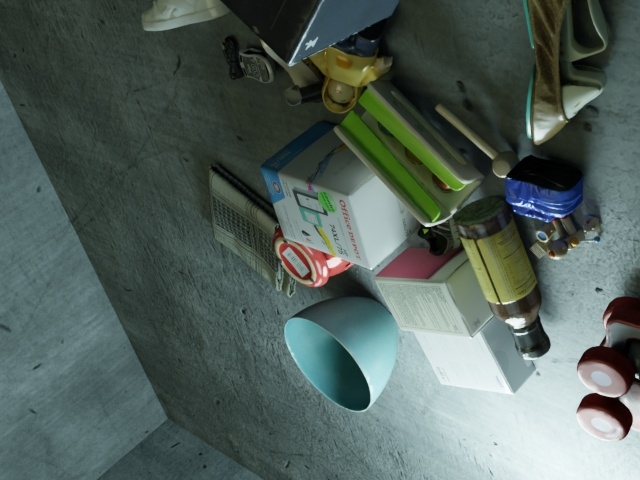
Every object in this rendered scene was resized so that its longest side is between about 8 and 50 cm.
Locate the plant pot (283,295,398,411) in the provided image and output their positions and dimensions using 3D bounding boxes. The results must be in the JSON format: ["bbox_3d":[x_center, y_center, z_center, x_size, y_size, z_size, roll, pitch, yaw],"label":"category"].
[{"bbox_3d":[0.080,0.251,2.460,0.290,0.195,0.290,35,147,27],"label":"plant pot"}]

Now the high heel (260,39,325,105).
[{"bbox_3d":[-0.044,-0.401,1.986,0.093,0.186,0.261,-6,100,23],"label":"high heel"}]

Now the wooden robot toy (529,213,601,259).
[{"bbox_3d":[0.428,0.000,1.802,0.076,0.079,0.173,55,150,-8],"label":"wooden robot toy"}]

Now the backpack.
[{"bbox_3d":[0.398,-0.087,1.730,0.120,0.098,0.101,14,134,34],"label":"backpack"}]

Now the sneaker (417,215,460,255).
[{"bbox_3d":[0.230,-0.039,2.038,0.063,0.075,0.170,9,131,51],"label":"sneaker"}]

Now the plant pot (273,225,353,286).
[{"bbox_3d":[0.000,0.000,2.311,0.191,0.174,0.191,32,145,27],"label":"plant pot"}]

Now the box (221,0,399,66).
[{"bbox_3d":[-0.036,-0.609,1.438,0.472,0.297,0.480,46,137,11],"label":"box"}]

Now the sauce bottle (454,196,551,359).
[{"bbox_3d":[0.367,0.081,1.949,0.111,0.111,0.344,9,131,50],"label":"sauce bottle"}]

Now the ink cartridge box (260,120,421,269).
[{"bbox_3d":[0.052,-0.101,2.091,0.270,0.197,0.198,19,139,43],"label":"ink cartridge box"}]

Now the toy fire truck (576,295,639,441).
[{"bbox_3d":[0.606,0.251,1.768,0.254,0.169,0.302,16,138,29],"label":"toy fire truck"}]

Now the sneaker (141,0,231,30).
[{"bbox_3d":[-0.317,-0.563,2.187,0.292,0.108,0.169,-1,122,43],"label":"sneaker"}]

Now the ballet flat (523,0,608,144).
[{"bbox_3d":[0.380,-0.289,1.533,0.124,0.116,0.342,9,130,24],"label":"ballet flat"}]

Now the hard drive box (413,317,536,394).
[{"bbox_3d":[0.333,0.235,2.196,0.232,0.089,0.181,0,124,55],"label":"hard drive box"}]

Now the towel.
[{"bbox_3d":[-0.187,-0.016,2.674,0.324,0.056,0.312,37,148,22],"label":"towel"}]

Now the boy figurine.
[{"bbox_3d":[0.045,-0.346,1.893,0.177,0.092,0.285,16,155,-2],"label":"boy figurine"}]

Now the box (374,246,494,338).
[{"bbox_3d":[0.253,0.107,2.122,0.232,0.127,0.149,1,124,54],"label":"box"}]

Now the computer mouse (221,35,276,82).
[{"bbox_3d":[-0.150,-0.393,2.203,0.193,0.042,0.106,26,138,47],"label":"computer mouse"}]

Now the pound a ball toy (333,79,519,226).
[{"bbox_3d":[0.212,-0.181,1.876,0.319,0.136,0.208,47,118,15],"label":"pound a ball toy"}]
